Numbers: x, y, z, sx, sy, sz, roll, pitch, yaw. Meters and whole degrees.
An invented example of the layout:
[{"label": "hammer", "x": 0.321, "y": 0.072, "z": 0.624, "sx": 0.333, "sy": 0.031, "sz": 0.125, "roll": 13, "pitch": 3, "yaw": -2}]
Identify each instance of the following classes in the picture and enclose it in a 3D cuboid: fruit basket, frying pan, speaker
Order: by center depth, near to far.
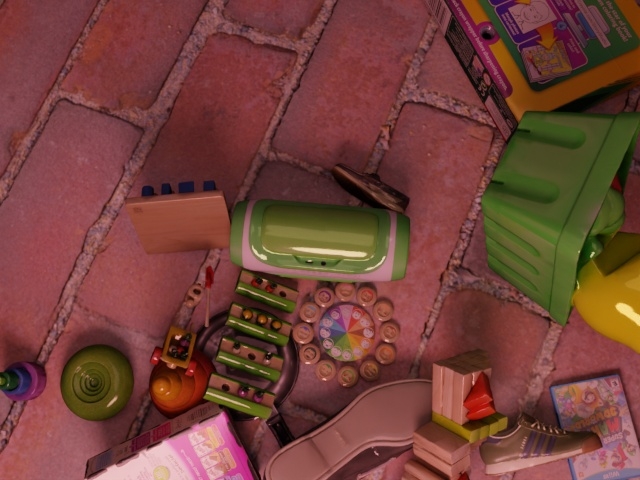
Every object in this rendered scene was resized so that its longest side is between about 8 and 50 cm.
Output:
[{"label": "fruit basket", "x": 0.443, "y": 0.008, "z": 1.191, "sx": 0.392, "sy": 0.392, "sz": 0.283, "roll": 27, "pitch": 76, "yaw": 8}, {"label": "frying pan", "x": -0.124, "y": 0.267, "z": 1.296, "sx": 0.197, "sy": 0.053, "sz": 0.326, "roll": -9, "pitch": 71, "yaw": 0}, {"label": "speaker", "x": 0.000, "y": 0.000, "z": 1.327, "sx": 0.296, "sy": 0.131, "sz": 0.131, "roll": 5, "pitch": 74, "yaw": 2}]

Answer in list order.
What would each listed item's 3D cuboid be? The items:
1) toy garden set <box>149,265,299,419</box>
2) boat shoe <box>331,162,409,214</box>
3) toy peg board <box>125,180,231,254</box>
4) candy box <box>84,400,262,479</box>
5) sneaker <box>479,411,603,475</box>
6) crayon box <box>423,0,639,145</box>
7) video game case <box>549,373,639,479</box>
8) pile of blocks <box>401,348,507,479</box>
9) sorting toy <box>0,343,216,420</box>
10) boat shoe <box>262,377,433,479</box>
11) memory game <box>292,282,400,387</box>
[{"label": "toy garden set", "x": -0.145, "y": 0.138, "z": 1.249, "sx": 0.203, "sy": 0.049, "sz": 0.244, "roll": 22, "pitch": 50, "yaw": -13}, {"label": "boat shoe", "x": 0.090, "y": -0.096, "z": 1.393, "sx": 0.152, "sy": 0.056, "sz": 0.049, "roll": 35, "pitch": 72, "yaw": 0}, {"label": "toy peg board", "x": -0.236, "y": -0.055, "z": 1.337, "sx": 0.161, "sy": 0.161, "sz": 0.079, "roll": -5, "pitch": 58, "yaw": -1}, {"label": "candy box", "x": -0.227, "y": 0.370, "z": 1.221, "sx": 0.233, "sy": 0.071, "sz": 0.159, "roll": -25, "pitch": 105, "yaw": -7}, {"label": "sneaker", "x": 0.348, "y": 0.317, "z": 1.254, "sx": 0.192, "sy": 0.064, "sz": 0.086, "roll": -16, "pitch": 75, "yaw": 7}, {"label": "crayon box", "x": 0.408, "y": -0.406, "z": 1.446, "sx": 0.313, "sy": 0.106, "sz": 0.363, "roll": -24, "pitch": 76, "yaw": -7}, {"label": "video game case", "x": 0.458, "y": 0.315, "z": 1.286, "sx": 0.119, "sy": 0.015, "sz": 0.166, "roll": -10, "pitch": 74, "yaw": -2}, {"label": "pile of blocks", "x": 0.212, "y": 0.351, "z": 1.193, "sx": 0.112, "sy": 0.149, "sz": 0.362, "roll": 20, "pitch": 91, "yaw": 51}, {"label": "sorting toy", "x": -0.357, "y": 0.229, "z": 1.246, "sx": 0.365, "sy": 0.126, "sz": 0.127, "roll": 0, "pitch": 80, "yaw": 7}, {"label": "boat shoe", "x": 0.059, "y": 0.324, "z": 1.253, "sx": 0.335, "sy": 0.095, "sz": 0.112, "roll": -23, "pitch": 62, "yaw": -18}, {"label": "memory game", "x": 0.046, "y": 0.159, "z": 1.332, "sx": 0.186, "sy": 0.012, "sz": 0.186, "roll": 1, "pitch": 72, "yaw": -3}]
